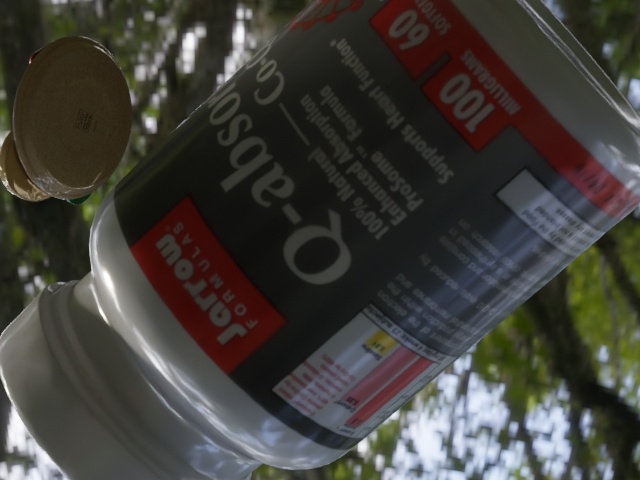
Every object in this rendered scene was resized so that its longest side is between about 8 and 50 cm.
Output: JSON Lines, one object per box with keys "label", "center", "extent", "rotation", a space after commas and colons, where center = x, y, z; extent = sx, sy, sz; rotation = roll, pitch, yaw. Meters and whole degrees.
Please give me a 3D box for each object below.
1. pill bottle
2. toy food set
{"label": "pill bottle", "center": [0.000, 0.000, 1.098], "extent": [0.363, 0.210, 0.210], "rotation": [-42, -124, 13]}
{"label": "toy food set", "center": [-0.123, -0.059, 0.936], "extent": [0.020, 0.083, 0.082], "rotation": [8, -175, 37]}
